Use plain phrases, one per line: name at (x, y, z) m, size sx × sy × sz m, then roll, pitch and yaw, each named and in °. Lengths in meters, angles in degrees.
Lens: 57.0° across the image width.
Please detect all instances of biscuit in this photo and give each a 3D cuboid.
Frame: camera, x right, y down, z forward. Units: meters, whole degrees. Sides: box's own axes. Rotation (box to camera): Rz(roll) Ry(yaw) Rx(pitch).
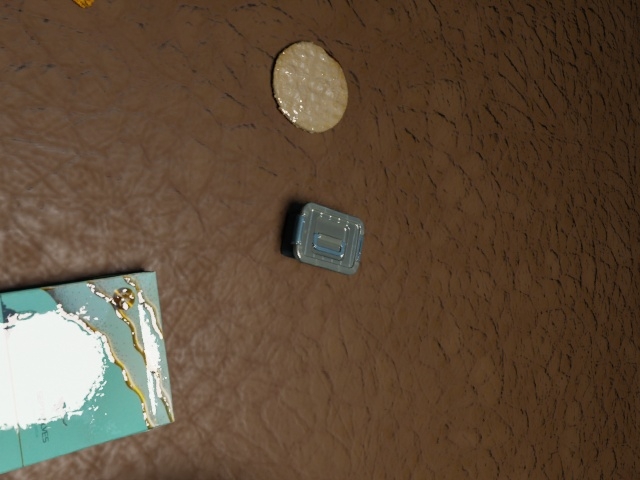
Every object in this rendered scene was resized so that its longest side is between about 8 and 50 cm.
biscuit at (-0.012, -0.198, 0.765) m, size 0.120 × 0.015 × 0.120 m, roll 2°, pitch 87°, yaw -34°

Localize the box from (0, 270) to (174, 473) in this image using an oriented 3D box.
box at (-0.262, 0.124, 0.560) m, size 0.229 × 0.041 × 0.162 m, roll -8°, pitch 93°, yaw -34°

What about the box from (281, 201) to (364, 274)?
box at (0.000, 0.000, 0.738) m, size 0.099 × 0.054 × 0.074 m, roll 17°, pitch 76°, yaw -32°

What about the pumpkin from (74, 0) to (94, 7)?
pumpkin at (-0.246, -0.277, 0.576) m, size 0.083 × 0.074 × 0.054 m, roll 31°, pitch 75°, yaw -31°
